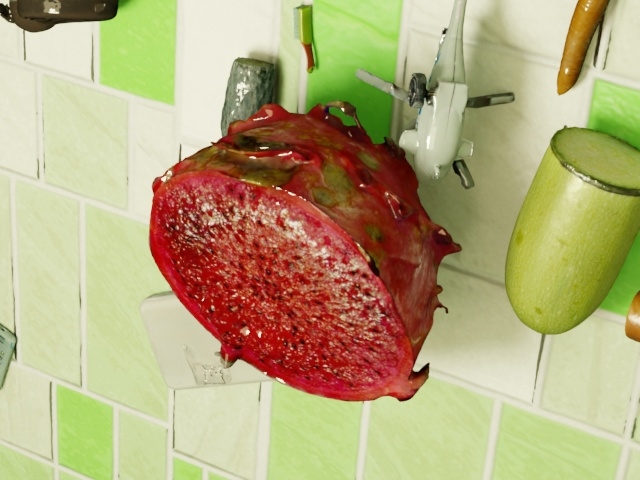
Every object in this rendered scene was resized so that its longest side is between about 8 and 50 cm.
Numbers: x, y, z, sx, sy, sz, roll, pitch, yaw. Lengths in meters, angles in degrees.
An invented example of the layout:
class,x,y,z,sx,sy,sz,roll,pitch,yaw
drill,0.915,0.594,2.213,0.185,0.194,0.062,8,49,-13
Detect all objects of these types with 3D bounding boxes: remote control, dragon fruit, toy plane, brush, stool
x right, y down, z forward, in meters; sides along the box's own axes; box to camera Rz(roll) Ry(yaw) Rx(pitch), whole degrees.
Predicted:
class,x,y,z,sx,sy,sz,roll,pitch,yaw
remote control,-0.502,0.180,2.339,0.053,0.018,0.124,36,127,13
dragon fruit,0.000,0.000,1.778,0.386,0.249,0.371,39,147,-4
toy plane,0.151,-0.194,1.660,0.182,0.107,0.273,25,103,-14
brush,-0.019,-0.241,1.821,0.021,0.019,0.083,13,120,37
stool,-0.334,-0.326,1.916,0.217,0.125,0.121,6,100,50

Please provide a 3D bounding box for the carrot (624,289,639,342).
class,x,y,z,sx,sy,sz,roll,pitch,yaw
carrot,0.433,0.114,1.682,0.193,0.087,0.087,23,124,19

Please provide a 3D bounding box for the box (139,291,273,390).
class,x,y,z,sx,sy,sz,roll,pitch,yaw
box,-0.120,0.128,2.060,0.285,0.044,0.142,-9,107,35

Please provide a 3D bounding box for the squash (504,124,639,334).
class,x,y,z,sx,sy,sz,roll,pitch,yaw
squash,0.278,0.007,1.692,0.132,0.132,0.247,28,125,17

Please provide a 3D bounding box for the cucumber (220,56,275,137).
class,x,y,z,sx,sy,sz,roll,pitch,yaw
cucumber,-0.092,-0.174,1.873,0.064,0.064,0.112,23,124,20

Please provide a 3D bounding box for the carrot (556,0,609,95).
class,x,y,z,sx,sy,sz,roll,pitch,yaw
carrot,0.287,-0.236,1.626,0.037,0.037,0.190,30,130,15
